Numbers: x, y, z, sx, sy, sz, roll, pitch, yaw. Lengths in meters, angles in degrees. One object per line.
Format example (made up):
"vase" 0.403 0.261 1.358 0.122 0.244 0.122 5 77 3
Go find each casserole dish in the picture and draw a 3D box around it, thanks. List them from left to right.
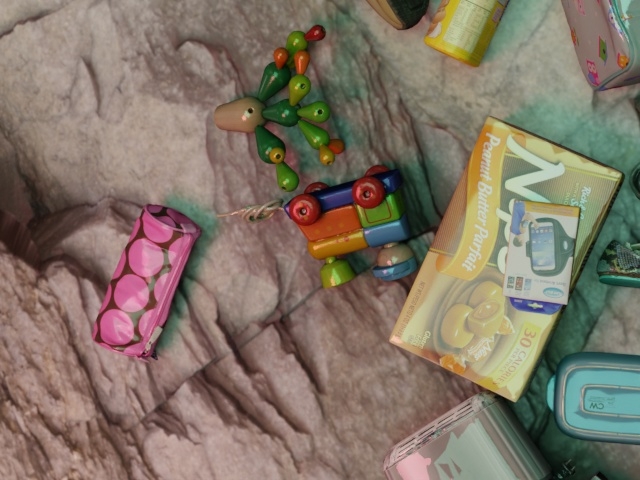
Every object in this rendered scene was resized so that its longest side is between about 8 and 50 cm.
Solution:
"casserole dish" 0.376 0.201 1.710 0.188 0.037 0.114 3 90 17

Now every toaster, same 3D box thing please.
"toaster" 0.189 0.288 1.715 0.227 0.129 0.146 -34 79 15

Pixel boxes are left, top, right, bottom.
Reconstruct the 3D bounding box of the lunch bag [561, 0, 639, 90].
"lunch bag" 0.352 -0.328 1.629 0.108 0.224 0.279 -13 85 -3

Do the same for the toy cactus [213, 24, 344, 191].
"toy cactus" -0.057 -0.173 1.815 0.180 0.112 0.219 0 92 34

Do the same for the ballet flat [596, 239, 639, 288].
"ballet flat" 0.440 0.037 1.682 0.188 0.070 0.070 13 93 12

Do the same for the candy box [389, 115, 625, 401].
"candy box" 0.237 0.023 1.723 0.183 0.087 0.316 25 96 14

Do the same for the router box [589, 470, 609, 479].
"router box" 0.370 0.399 1.704 0.179 0.046 0.133 42 100 13

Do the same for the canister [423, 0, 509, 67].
"canister" 0.200 -0.311 1.718 0.073 0.126 0.170 27 98 14

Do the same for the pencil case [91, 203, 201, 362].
"pencil case" -0.232 0.058 1.855 0.098 0.095 0.209 28 101 49

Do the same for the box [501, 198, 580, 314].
"box" 0.268 0.021 1.655 0.081 0.028 0.136 7 90 13

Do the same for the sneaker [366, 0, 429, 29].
"sneaker" -0.010 -0.429 1.798 0.410 0.158 0.182 55 134 8

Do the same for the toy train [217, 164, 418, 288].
"toy train" 0.000 0.000 1.792 0.248 0.105 0.143 -15 99 15

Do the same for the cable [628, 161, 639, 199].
"cable" 0.519 -0.055 1.640 0.287 0.072 0.139 27 98 19
